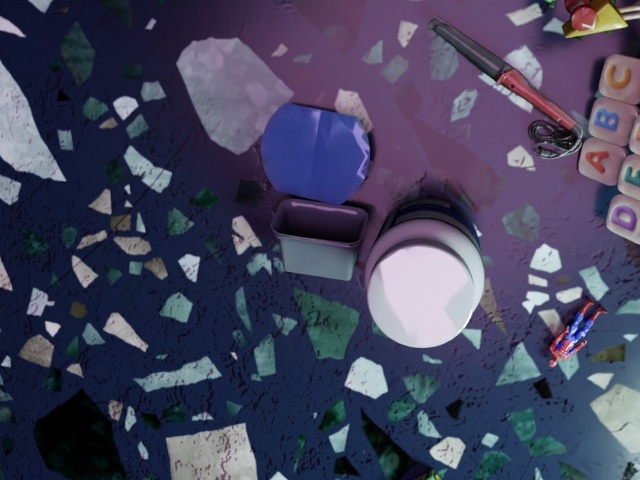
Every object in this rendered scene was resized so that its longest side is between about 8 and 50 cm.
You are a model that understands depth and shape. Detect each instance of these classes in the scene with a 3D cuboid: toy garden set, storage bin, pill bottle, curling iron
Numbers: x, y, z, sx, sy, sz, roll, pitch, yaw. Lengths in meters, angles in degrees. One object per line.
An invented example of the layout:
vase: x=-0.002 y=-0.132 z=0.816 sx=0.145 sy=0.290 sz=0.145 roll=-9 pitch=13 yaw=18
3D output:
toy garden set: x=0.393 y=-0.296 z=0.824 sx=0.244 sy=0.204 sz=0.049 roll=-1 pitch=126 yaw=12
storage bin: x=0.000 y=0.000 z=1.024 sx=0.135 sy=0.098 sz=0.091 roll=9 pitch=132 yaw=9
pill bottle: x=0.138 y=0.037 z=0.906 sx=0.153 sy=0.265 sz=0.153 roll=3 pitch=103 yaw=11
curling iron: x=0.254 y=-0.213 z=0.947 sx=0.274 sy=0.035 sz=0.068 roll=44 pitch=106 yaw=-1

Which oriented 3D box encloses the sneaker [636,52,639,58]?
sneaker: x=0.553 y=-0.269 z=0.853 sx=0.283 sy=0.107 sz=0.124 roll=-38 pitch=102 yaw=24

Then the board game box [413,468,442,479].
board game box: x=0.123 y=0.499 z=1.137 sx=0.259 sy=0.030 sz=0.136 roll=-36 pitch=91 yaw=16

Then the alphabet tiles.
alphabet tiles: x=0.442 y=-0.115 z=0.827 sx=0.021 sy=0.278 sz=0.284 roll=-14 pitch=123 yaw=-30

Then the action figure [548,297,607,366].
action figure: x=0.373 y=0.141 z=1.008 sx=0.038 sy=0.030 sz=0.115 roll=31 pitch=108 yaw=-2

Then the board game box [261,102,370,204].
board game box: x=-0.005 y=-0.130 z=1.020 sx=0.168 sy=0.033 sz=0.133 roll=14 pitch=108 yaw=15
